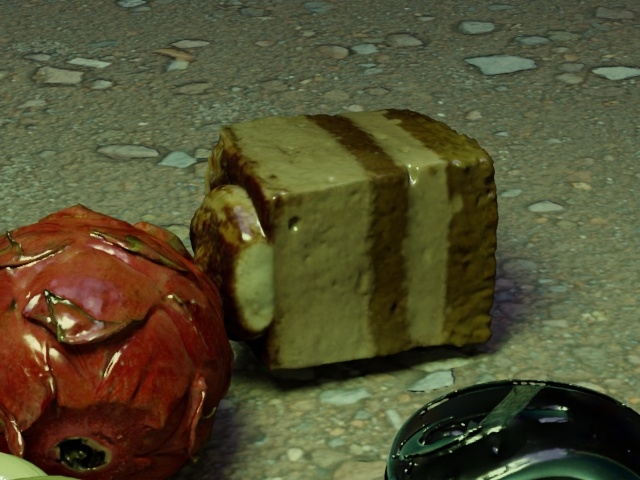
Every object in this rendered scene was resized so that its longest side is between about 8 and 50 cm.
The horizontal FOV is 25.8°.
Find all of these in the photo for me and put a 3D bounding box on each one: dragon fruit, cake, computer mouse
[{"bbox_3d":[-0.183,0.090,1.101,0.241,0.241,0.252,-9,57,-15],"label":"dragon fruit"},{"bbox_3d":[0.000,0.000,1.286,0.293,0.196,0.199,-9,26,-20],"label":"cake"},{"bbox_3d":[0.166,0.168,1.066,0.233,0.096,0.137,1,27,1],"label":"computer mouse"}]

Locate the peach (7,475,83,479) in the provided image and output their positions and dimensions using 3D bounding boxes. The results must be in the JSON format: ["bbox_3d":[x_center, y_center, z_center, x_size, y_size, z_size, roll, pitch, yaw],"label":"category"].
[{"bbox_3d":[-0.171,0.267,0.736,0.292,0.247,0.292,-20,40,18],"label":"peach"}]

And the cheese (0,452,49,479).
[{"bbox_3d":[-0.276,0.221,0.970,0.227,0.137,0.064,-13,-8,22],"label":"cheese"}]
